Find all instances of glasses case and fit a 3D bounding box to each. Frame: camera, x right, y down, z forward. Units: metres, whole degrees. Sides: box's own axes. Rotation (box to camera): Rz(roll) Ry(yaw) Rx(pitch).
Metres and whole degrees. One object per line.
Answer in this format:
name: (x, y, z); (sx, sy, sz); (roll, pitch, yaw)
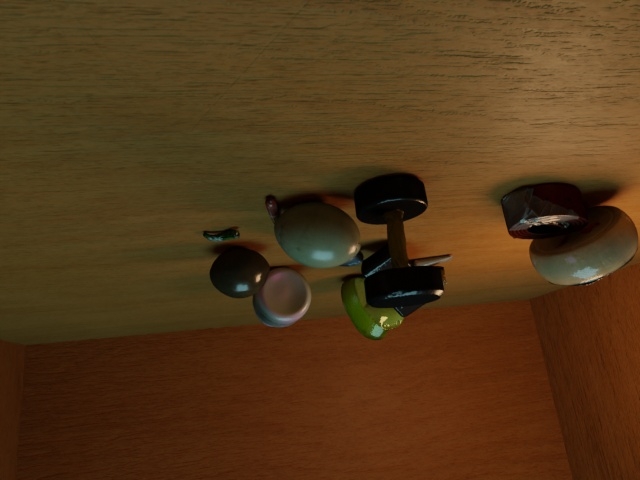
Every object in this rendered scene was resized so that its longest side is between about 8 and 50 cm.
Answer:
glasses case: (0.081, 0.053, 1.812); (0.109, 0.067, 0.282); (-16, 162, 21)

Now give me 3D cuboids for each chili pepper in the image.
chili pepper: (-0.311, -0.017, 1.502); (0.117, 0.035, 0.055); (1, 151, 7)

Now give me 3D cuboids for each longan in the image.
longan: (-0.286, 0.117, 1.684); (0.212, 0.198, 0.198); (5, 160, -26)

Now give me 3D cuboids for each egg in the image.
egg: (-0.008, -0.015, 1.340); (0.252, 0.187, 0.186); (14, 161, -4)

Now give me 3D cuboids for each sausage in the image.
sausage: (-0.131, -0.073, 1.381); (0.034, 0.034, 0.253); (-7, 164, 2)

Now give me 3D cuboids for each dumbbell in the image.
dumbbell: (0.205, 0.008, 1.270); (0.203, 0.323, 0.204); (-6, 163, -2)

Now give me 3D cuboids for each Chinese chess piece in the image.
Chinese chess piece: (0.901, 0.017, 1.625); (0.337, 0.141, 0.338); (-34, -173, 5)

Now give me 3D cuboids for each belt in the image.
belt: (0.713, -0.086, 1.516); (0.323, 0.115, 0.227); (7, 157, -37)

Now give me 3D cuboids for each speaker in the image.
speaker: (0.317, 0.151, 1.958); (0.180, 0.184, 0.388); (-35, 124, 11)

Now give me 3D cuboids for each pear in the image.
pear: (0.270, 0.350, 2.401); (0.342, 0.319, 0.238); (4, 156, -32)

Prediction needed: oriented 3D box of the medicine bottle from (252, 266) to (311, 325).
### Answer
medicine bottle: (-0.184, 0.267, 2.107); (0.240, 0.242, 0.302); (-2, 162, -15)

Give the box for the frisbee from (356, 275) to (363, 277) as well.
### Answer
frisbee: (0.234, 0.190, 2.406); (0.110, 0.014, 0.110); (-7, 163, -2)

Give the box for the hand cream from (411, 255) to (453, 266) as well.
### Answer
hand cream: (0.511, 0.096, 2.170); (0.194, 0.042, 0.067); (-11, 155, -1)

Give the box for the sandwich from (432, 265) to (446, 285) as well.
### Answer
sandwich: (0.442, 0.181, 2.260); (0.272, 0.095, 0.249); (-9, 179, 4)
